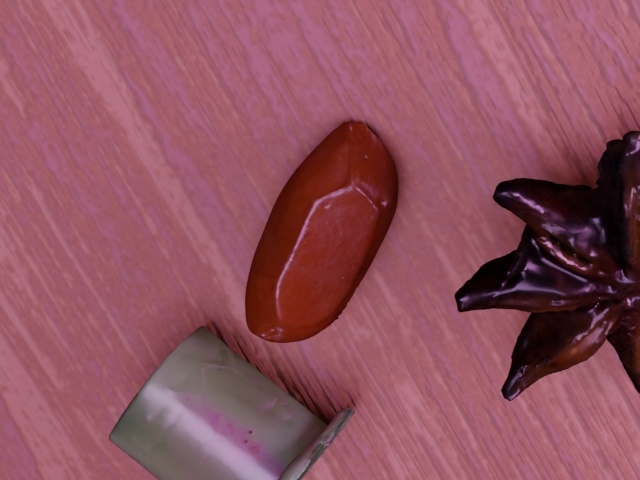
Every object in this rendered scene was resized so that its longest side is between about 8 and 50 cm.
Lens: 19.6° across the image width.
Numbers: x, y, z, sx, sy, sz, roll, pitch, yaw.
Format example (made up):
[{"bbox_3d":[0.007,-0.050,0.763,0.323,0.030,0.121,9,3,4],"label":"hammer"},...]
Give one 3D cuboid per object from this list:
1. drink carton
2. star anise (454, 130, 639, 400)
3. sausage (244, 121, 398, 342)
[{"bbox_3d":[-0.075,0.152,1.458,0.142,0.144,0.146,38,119,6],"label":"drink carton"},{"bbox_3d":[0.215,0.009,1.329,0.272,0.102,0.272,-6,132,-6],"label":"star anise"},{"bbox_3d":[0.000,0.000,1.385,0.089,0.089,0.179,26,111,3],"label":"sausage"}]
